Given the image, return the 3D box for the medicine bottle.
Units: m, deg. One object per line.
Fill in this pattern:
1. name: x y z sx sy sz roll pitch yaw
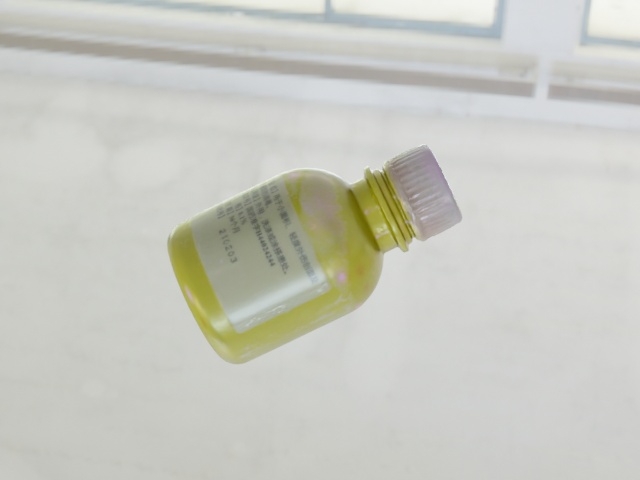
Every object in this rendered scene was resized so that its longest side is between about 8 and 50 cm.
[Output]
1. medicine bottle: 0.000 0.000 0.972 0.212 0.122 0.122 -26 -146 3
